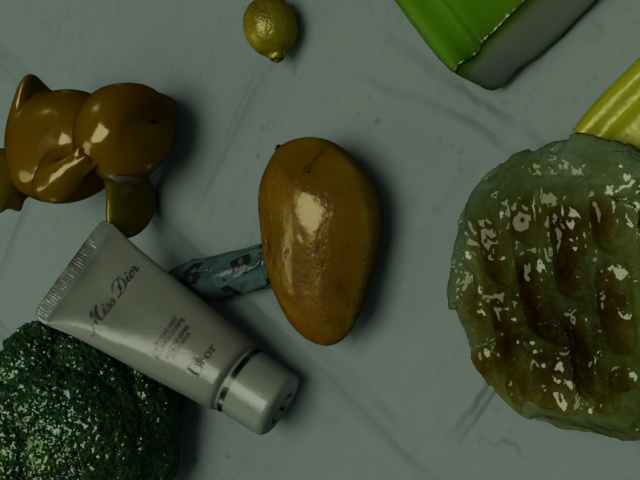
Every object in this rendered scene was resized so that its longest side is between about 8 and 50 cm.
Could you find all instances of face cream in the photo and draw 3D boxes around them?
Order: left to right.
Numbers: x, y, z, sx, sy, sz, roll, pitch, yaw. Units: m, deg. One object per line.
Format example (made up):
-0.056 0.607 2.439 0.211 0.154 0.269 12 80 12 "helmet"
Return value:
-0.172 0.111 1.411 0.314 0.089 0.143 31 82 16 "face cream"

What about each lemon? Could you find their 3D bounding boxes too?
-0.057 -0.242 1.380 0.062 0.062 0.083 -20 76 37 "lemon"

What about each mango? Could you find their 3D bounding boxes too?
0.000 0.000 1.308 0.147 0.109 0.227 -10 86 35 "mango"

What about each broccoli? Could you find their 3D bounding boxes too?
-0.289 0.216 1.486 0.269 0.261 0.241 64 156 -9 "broccoli"

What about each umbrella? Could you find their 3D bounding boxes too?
-0.134 0.048 1.455 0.250 0.052 0.053 -16 115 37 "umbrella"

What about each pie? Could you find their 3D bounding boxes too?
0.231 0.051 1.105 0.306 0.071 0.306 26 125 43 "pie"

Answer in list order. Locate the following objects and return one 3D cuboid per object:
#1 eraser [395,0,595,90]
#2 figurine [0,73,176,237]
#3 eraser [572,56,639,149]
0.149 -0.310 1.197 0.210 0.092 0.274 -45 63 31 "eraser"
-0.288 -0.114 1.494 0.228 0.215 0.215 20 103 23 "figurine"
0.347 -0.115 1.051 0.226 0.069 0.158 -46 65 30 "eraser"
